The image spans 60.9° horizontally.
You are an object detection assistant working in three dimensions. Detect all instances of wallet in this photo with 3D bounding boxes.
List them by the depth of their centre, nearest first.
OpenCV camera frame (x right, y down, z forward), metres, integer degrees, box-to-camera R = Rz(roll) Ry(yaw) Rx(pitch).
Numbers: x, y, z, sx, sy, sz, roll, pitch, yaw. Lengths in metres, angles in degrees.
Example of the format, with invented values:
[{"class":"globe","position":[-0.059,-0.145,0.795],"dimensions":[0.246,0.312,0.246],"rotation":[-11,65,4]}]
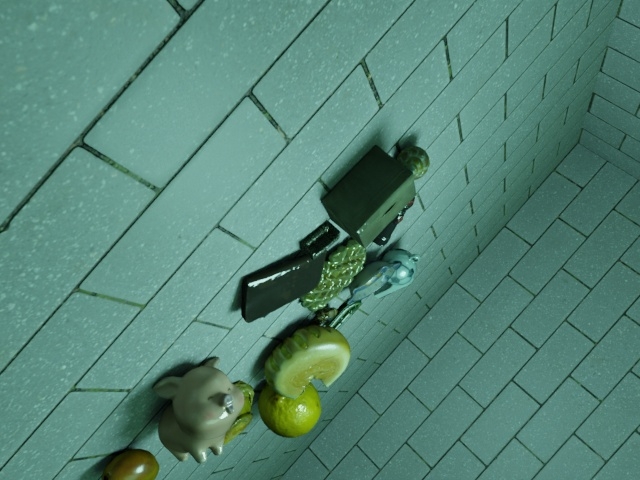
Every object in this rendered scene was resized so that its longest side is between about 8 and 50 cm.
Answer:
[{"class":"wallet","position":[-0.108,0.127,1.619],"dimensions":[0.309,0.042,0.165],"rotation":[-23,138,-39]}]

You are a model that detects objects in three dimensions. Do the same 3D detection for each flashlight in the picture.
[{"class":"flashlight","position":[0.247,-0.077,1.896],"dimensions":[0.093,0.093,0.232],"rotation":[-24,147,-43]}]

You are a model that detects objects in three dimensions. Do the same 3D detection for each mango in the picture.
[{"class":"mango","position":[-0.562,0.702,1.660],"dimensions":[0.138,0.113,0.253],"rotation":[-43,157,-6]}]

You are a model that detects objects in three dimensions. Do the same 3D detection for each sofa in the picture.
[{"class":"sofa","position":[0.000,0.000,1.619],"dimensions":[0.118,0.060,0.039],"rotation":[-39,159,-21]}]

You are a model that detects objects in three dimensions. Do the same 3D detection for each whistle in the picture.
[{"class":"whistle","position":[0.293,0.123,2.234],"dimensions":[0.289,0.163,0.163],"rotation":[-33,170,38]}]

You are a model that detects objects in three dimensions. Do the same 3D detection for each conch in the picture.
[{"class":"conch","position":[0.288,-0.236,1.710],"dimensions":[0.116,0.106,0.173],"rotation":[-23,165,-10]}]

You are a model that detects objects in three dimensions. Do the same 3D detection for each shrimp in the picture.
[{"class":"shrimp","position":[-0.001,0.298,2.049],"dimensions":[0.143,0.052,0.251],"rotation":[-35,164,-1]}]

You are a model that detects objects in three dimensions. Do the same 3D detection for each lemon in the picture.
[{"class":"lemon","position":[-0.124,0.662,2.187],"dimensions":[0.260,0.260,0.284],"rotation":[-42,127,-13]}]

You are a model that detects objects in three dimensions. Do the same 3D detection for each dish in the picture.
[{"class":"dish","position":[0.184,0.133,2.089],"dimensions":[0.236,0.086,0.228],"rotation":[-30,158,-20]}]

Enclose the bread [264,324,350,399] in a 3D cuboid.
[{"class":"bread","position":[-0.052,0.435,2.023],"dimensions":[0.333,0.160,0.333],"rotation":[-15,132,-18]}]

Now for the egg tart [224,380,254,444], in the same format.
[{"class":"egg tart","position":[-0.338,0.636,1.934],"dimensions":[0.294,0.123,0.294],"rotation":[-37,153,-23]}]

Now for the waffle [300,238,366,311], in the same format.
[{"class":"waffle","position":[0.052,0.121,1.901],"dimensions":[0.309,0.056,0.292],"rotation":[-40,155,-22]}]

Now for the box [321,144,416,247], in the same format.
[{"class":"box","position":[0.146,-0.122,1.566],"dimensions":[0.231,0.155,0.149],"rotation":[-47,157,-6]}]

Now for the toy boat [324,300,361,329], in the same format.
[{"class":"toy boat","position":[0.092,0.318,2.273],"dimensions":[0.210,0.052,0.104],"rotation":[-45,154,-5]}]

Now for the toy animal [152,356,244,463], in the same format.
[{"class":"toy animal","position":[-0.360,0.506,1.598],"dimensions":[0.326,0.269,0.237],"rotation":[-25,174,39]}]
